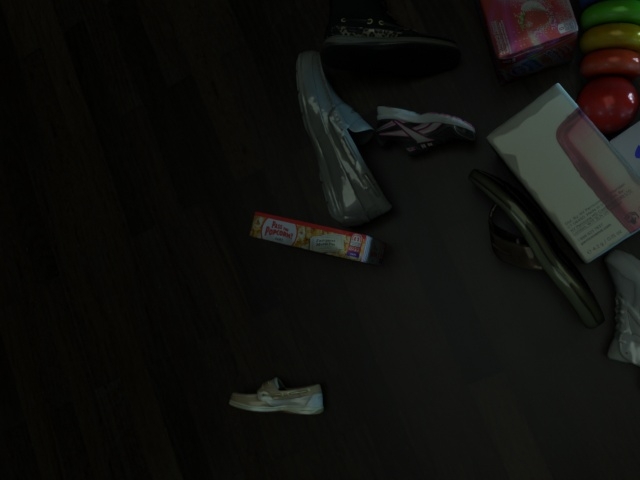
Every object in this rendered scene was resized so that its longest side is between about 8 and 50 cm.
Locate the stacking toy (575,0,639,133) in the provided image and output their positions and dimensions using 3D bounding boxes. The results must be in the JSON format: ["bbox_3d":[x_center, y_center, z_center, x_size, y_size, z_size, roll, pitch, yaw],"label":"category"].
[{"bbox_3d":[0.446,-0.328,0.908,0.141,0.141,0.330,8,93,19],"label":"stacking toy"}]

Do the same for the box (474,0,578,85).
[{"bbox_3d":[0.309,-0.401,0.951,0.122,0.128,0.257,-16,81,16],"label":"box"}]

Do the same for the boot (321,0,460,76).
[{"bbox_3d":[0.119,-0.380,1.030,0.236,0.085,0.179,2,65,-3],"label":"boot"}]

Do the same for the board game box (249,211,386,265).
[{"bbox_3d":[0.000,0.000,1.003,0.193,0.147,0.045,13,89,18],"label":"board game box"}]

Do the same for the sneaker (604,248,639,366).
[{"bbox_3d":[0.465,0.127,0.871,0.115,0.090,0.232,-29,76,17],"label":"sneaker"}]

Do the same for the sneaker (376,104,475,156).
[{"bbox_3d":[0.176,-0.179,1.014,0.178,0.072,0.077,15,101,27],"label":"sneaker"}]

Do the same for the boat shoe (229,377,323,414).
[{"bbox_3d":[-0.077,0.271,1.050,0.170,0.063,0.059,1,82,9],"label":"boat shoe"}]

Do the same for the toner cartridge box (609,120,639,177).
[{"bbox_3d":[0.613,-0.174,0.857,0.348,0.075,0.165,-36,75,12],"label":"toner cartridge box"}]

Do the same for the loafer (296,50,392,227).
[{"bbox_3d":[0.038,-0.183,1.035,0.111,0.112,0.320,-17,86,10],"label":"loafer"}]

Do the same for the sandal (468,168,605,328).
[{"bbox_3d":[0.316,0.014,0.919,0.086,0.120,0.303,-38,75,25],"label":"sandal"}]

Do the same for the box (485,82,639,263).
[{"bbox_3d":[0.373,-0.092,0.884,0.127,0.148,0.232,-38,75,17],"label":"box"}]
